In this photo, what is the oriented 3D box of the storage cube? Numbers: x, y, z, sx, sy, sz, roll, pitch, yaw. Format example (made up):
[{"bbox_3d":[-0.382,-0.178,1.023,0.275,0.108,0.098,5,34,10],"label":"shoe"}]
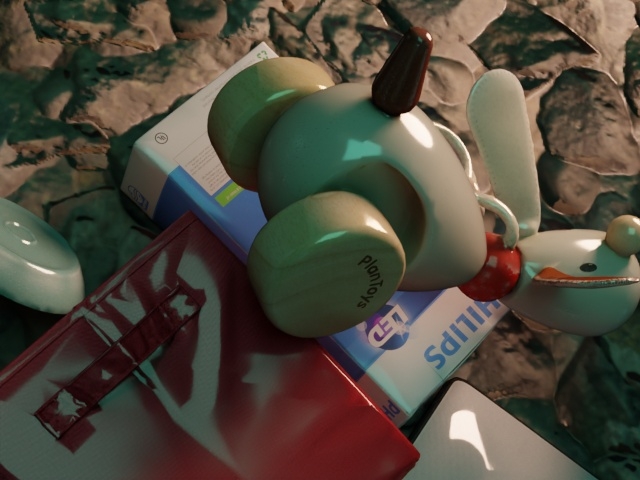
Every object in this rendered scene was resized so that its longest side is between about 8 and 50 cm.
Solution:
[{"bbox_3d":[-0.093,0.135,0.797,0.193,0.215,0.183,47,61,1],"label":"storage cube"}]

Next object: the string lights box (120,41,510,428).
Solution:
[{"bbox_3d":[0.000,0.000,0.961,0.259,0.077,0.133,45,62,6],"label":"string lights box"}]

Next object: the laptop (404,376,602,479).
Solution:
[{"bbox_3d":[0.208,0.251,0.757,0.408,0.236,0.382,36,44,5],"label":"laptop"}]

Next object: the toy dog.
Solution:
[{"bbox_3d":[0.089,-0.037,0.818,0.333,0.161,0.220,-6,54,-52],"label":"toy dog"}]

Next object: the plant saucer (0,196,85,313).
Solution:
[{"bbox_3d":[-0.198,0.002,0.886,0.119,0.119,0.021,37,103,2],"label":"plant saucer"}]
